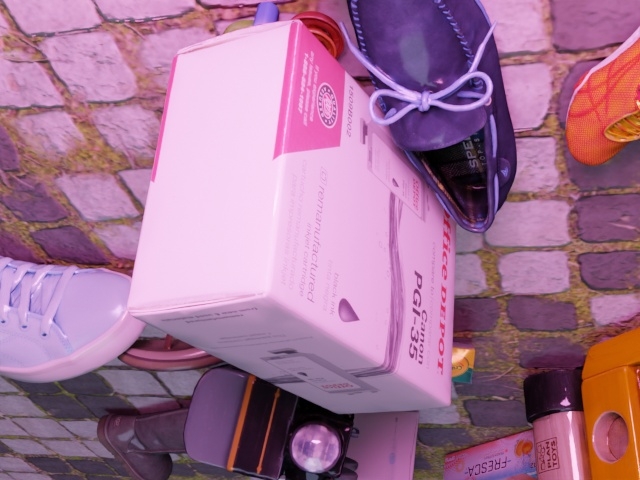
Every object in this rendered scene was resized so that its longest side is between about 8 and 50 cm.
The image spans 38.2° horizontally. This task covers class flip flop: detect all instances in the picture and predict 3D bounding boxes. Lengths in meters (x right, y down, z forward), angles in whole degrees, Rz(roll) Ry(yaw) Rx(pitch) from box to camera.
[{"bbox_3d":[-0.092,0.087,1.021,0.277,0.080,0.112,-15,179,13],"label":"flip flop"}]

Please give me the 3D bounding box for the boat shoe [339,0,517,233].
[{"bbox_3d":[0.097,-0.102,0.683,0.109,0.089,0.258,-13,140,30],"label":"boat shoe"}]

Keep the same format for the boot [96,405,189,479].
[{"bbox_3d":[-0.209,0.307,1.396,0.208,0.076,0.190,-14,140,21],"label":"boot"}]

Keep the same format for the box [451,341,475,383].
[{"bbox_3d":[0.079,0.127,1.029,0.179,0.043,0.105,7,178,8],"label":"box"}]

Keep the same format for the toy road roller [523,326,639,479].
[{"bbox_3d":[0.389,0.224,1.001,0.240,0.203,0.329,11,153,-23],"label":"toy road roller"}]

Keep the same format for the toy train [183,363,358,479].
[{"bbox_3d":[-0.038,0.201,1.050,0.190,0.142,0.334,15,177,4],"label":"toy train"}]

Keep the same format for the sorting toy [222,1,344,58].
[{"bbox_3d":[-0.034,-0.143,0.699,0.102,0.042,0.061,-7,143,25],"label":"sorting toy"}]

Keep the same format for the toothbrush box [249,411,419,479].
[{"bbox_3d":[0.025,0.348,1.336,0.216,0.126,0.295,6,145,6],"label":"toothbrush box"}]

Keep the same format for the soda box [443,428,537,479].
[{"bbox_3d":[0.253,0.317,1.283,0.058,0.063,0.183,29,142,-25],"label":"soda box"}]

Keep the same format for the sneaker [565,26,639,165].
[{"bbox_3d":[0.228,-0.103,0.667,0.064,0.067,0.175,14,148,-8],"label":"sneaker"}]

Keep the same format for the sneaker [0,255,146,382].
[{"bbox_3d":[-0.370,0.069,1.021,0.366,0.135,0.150,-5,147,20],"label":"sneaker"}]

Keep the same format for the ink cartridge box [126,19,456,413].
[{"bbox_3d":[0.000,0.000,0.714,0.117,0.207,0.283,-9,154,30],"label":"ink cartridge box"}]
